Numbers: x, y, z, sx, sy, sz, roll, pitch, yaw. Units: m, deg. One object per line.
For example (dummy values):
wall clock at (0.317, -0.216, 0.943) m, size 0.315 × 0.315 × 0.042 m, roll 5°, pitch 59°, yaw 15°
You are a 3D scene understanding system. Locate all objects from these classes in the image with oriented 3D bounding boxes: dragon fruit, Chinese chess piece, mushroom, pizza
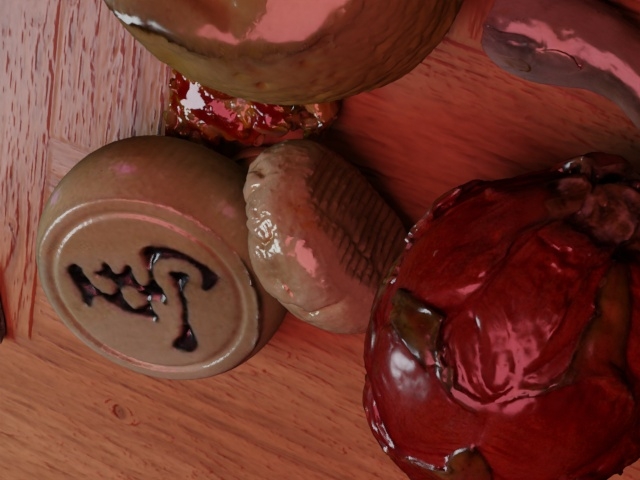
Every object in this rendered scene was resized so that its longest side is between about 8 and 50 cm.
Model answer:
dragon fruit at (0.173, 0.085, 1.594) m, size 0.277 × 0.277 × 0.342 m, roll 31°, pitch 139°, yaw 13°
Chinese chess piece at (-0.147, 0.019, 1.817) m, size 0.250 × 0.101 × 0.250 m, roll 11°, pitch 132°, yaw 13°
mushroom at (0.239, -0.137, 1.566) m, size 0.223 × 0.081 × 0.092 m, roll 31°, pitch 107°, yaw 10°
pizza at (-0.090, -0.135, 1.764) m, size 0.188 × 0.062 × 0.199 m, roll 47°, pitch 128°, yaw 4°

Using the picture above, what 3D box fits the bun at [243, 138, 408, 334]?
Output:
bun at (0.000, 0.000, 1.714) m, size 0.111 × 0.164 × 0.188 m, roll -30°, pitch 114°, yaw 34°

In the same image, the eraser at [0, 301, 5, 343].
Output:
eraser at (-0.355, 0.064, 2.042) m, size 0.027 × 0.019 × 0.099 m, roll 7°, pitch 118°, yaw 26°

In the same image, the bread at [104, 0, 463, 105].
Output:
bread at (-0.032, -0.260, 1.565) m, size 0.321 × 0.237 × 0.320 m, roll 3°, pitch 98°, yaw 22°

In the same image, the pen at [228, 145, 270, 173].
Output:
pen at (-0.120, -0.040, 1.845) m, size 0.233 × 0.032 × 0.040 m, roll -26°, pitch 114°, yaw 36°
